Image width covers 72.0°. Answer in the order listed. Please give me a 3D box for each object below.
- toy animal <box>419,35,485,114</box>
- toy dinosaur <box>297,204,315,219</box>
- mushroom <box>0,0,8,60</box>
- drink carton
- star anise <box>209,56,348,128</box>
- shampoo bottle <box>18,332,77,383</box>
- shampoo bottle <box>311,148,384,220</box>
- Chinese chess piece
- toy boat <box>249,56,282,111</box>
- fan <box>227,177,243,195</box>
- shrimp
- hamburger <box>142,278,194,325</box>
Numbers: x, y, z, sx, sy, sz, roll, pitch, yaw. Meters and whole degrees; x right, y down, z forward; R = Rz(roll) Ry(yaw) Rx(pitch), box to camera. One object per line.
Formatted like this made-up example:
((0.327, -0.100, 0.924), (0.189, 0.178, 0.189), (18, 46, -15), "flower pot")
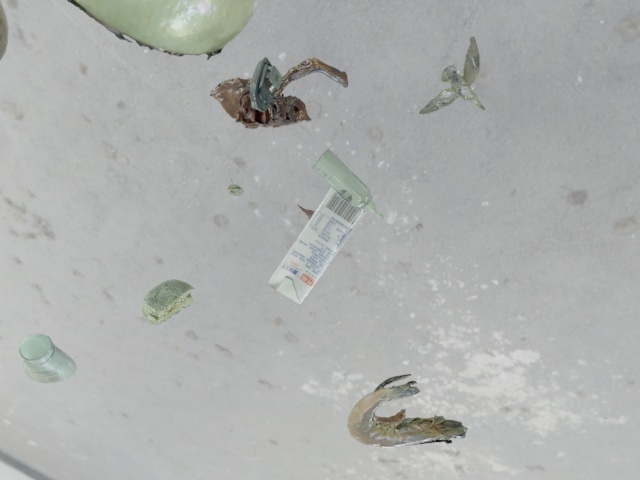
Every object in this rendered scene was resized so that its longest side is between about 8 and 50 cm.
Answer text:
((0.362, -0.377, 1.121), (0.155, 0.095, 0.219), (41, 114, -3), "toy animal")
((0.010, -0.066, 1.481), (0.220, 0.108, 0.032), (31, 138, -19), "toy dinosaur")
((-0.483, -0.246, 0.501), (0.178, 0.227, 0.226), (49, 132, 13), "mushroom")
((0.000, 0.000, 1.098), (0.107, 0.130, 0.314), (34, 109, -1), "drink carton")
((-0.096, -0.359, 1.109), (0.347, 0.237, 0.148), (-15, 113, 0), "star anise")
((-0.396, 0.172, 0.632), (0.069, 0.041, 0.190), (7, 154, -21), "shampoo bottle")
((0.068, -0.113, 0.958), (0.195, 0.056, 0.056), (43, 130, -6), "shampoo bottle")
((-0.262, -0.458, 0.694), (0.349, 0.349, 0.146), (39, 131, -14), "Chinese chess piece")
((-0.119, -0.322, 0.931), (0.060, 0.141, 0.055), (-10, 143, 27), "toy boat")
((-0.328, -0.195, 1.649), (0.060, 0.003, 0.080), (-25, 123, 29), "fan")
((0.156, 0.297, 0.758), (0.220, 0.046, 0.152), (6, 115, -8), "shrimp")
((-0.362, 0.136, 1.021), (0.084, 0.121, 0.054), (30, 140, 24), "hamburger")
